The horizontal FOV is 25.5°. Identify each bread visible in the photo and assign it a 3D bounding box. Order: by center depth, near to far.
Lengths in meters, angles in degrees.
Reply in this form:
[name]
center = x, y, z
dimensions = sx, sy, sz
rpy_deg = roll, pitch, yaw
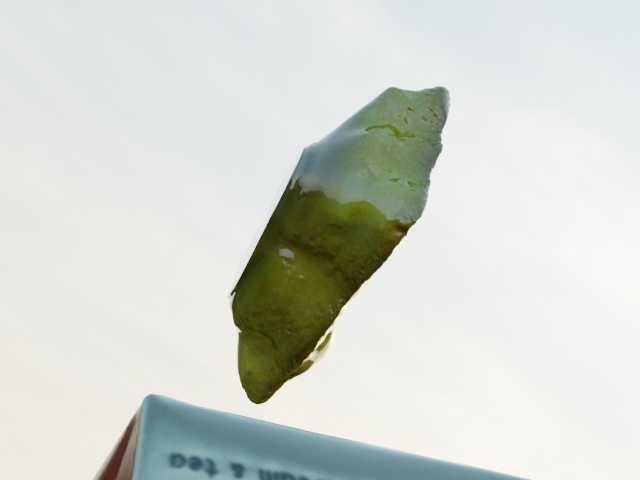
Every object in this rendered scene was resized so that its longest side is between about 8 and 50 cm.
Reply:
[bread]
center = 0.000, 0.000, 0.966
dimensions = 0.088, 0.160, 0.233
rpy_deg = 31, -53, -2

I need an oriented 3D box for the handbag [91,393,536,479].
[handbag]
center = -0.008, 0.210, 0.401
dimensions = 0.171, 0.298, 0.151
rpy_deg = 15, -38, -17
